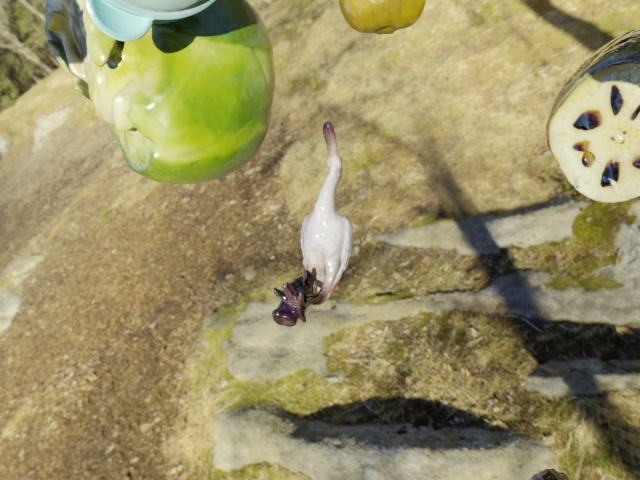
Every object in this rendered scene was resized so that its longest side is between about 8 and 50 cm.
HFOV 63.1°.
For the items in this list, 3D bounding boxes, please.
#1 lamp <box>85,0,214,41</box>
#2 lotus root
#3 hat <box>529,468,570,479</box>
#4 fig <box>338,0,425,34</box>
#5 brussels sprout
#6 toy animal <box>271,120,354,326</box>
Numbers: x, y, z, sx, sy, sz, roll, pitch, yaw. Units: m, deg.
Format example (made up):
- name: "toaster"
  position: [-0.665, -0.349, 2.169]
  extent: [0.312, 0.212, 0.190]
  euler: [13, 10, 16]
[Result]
- name: "lamp"
  position: [-0.173, -0.363, 0.571]
  extent: [0.147, 0.209, 0.284]
  euler: [-2, 40, 38]
- name: "lotus root"
  position: [0.544, -0.232, 0.883]
  extent: [0.346, 0.250, 0.251]
  euler: [-33, 24, -36]
- name: "hat"
  position: [0.138, 0.214, 0.249]
  extent: [0.140, 0.128, 0.227]
  euler: [5, 33, 14]
- name: "fig"
  position: [0.050, -0.220, 0.441]
  extent: [0.074, 0.087, 0.074]
  euler: [-10, 11, 2]
- name: "brussels sprout"
  position: [-0.235, -0.265, 0.808]
  extent: [0.315, 0.371, 0.276]
  euler: [-37, -6, -40]
- name: "toy animal"
  position: [0.008, -0.008, 0.874]
  extent: [0.091, 0.195, 0.324]
  euler: [13, 81, 15]
